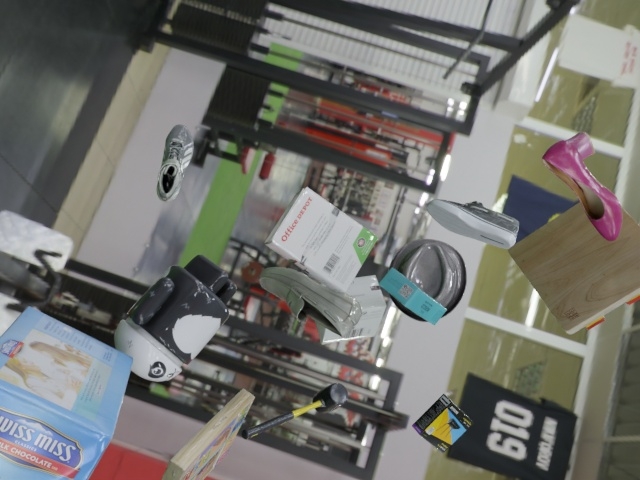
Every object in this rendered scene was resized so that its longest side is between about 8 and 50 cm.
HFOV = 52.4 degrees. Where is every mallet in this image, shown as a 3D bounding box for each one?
[{"bbox_3d":[-0.034,0.265,1.004,0.189,0.039,0.062,-9,158,-47],"label":"mallet"}]

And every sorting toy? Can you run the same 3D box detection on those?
[{"bbox_3d":[0.602,0.056,1.453,0.257,0.089,0.255,-35,-134,12],"label":"sorting toy"}]

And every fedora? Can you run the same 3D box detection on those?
[{"bbox_3d":[0.322,0.102,1.966,0.124,0.243,0.275,70,38,-68],"label":"fedora"}]

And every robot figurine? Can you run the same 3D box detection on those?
[{"bbox_3d":[-0.305,0.167,1.383,0.278,0.209,0.173,-49,-157,-16],"label":"robot figurine"}]

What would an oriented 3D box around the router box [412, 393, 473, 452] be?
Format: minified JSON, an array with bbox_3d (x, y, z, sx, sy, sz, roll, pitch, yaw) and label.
[{"bbox_3d":[0.360,0.538,1.904,0.133,0.046,0.179,-45,134,0],"label":"router box"}]

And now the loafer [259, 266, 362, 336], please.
[{"bbox_3d":[-0.043,0.164,1.766,0.111,0.319,0.112,-53,148,-29],"label":"loafer"}]

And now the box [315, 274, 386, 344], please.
[{"bbox_3d":[0.085,0.211,1.976,0.182,0.181,0.119,101,-23,-50],"label":"box"}]

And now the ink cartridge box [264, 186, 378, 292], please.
[{"bbox_3d":[0.000,0.000,1.550,0.160,0.219,0.092,-58,-168,-13],"label":"ink cartridge box"}]

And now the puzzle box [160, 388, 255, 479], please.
[{"bbox_3d":[-0.353,0.643,1.931,0.272,0.052,0.409,-63,168,25],"label":"puzzle box"}]

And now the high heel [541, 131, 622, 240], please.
[{"bbox_3d":[0.527,-0.091,1.314,0.082,0.117,0.244,16,-48,63],"label":"high heel"}]

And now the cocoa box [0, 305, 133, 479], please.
[{"bbox_3d":[-0.480,0.295,1.084,0.228,0.231,0.347,-58,-166,3],"label":"cocoa box"}]

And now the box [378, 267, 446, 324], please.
[{"bbox_3d":[0.254,0.155,1.765,0.060,0.100,0.244,-52,147,2],"label":"box"}]

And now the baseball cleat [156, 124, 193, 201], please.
[{"bbox_3d":[-0.347,-0.195,1.568,0.109,0.072,0.206,140,-42,-71],"label":"baseball cleat"}]

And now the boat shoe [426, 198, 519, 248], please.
[{"bbox_3d":[0.553,-0.082,2.352,0.119,0.335,0.121,-62,172,-24],"label":"boat shoe"}]
